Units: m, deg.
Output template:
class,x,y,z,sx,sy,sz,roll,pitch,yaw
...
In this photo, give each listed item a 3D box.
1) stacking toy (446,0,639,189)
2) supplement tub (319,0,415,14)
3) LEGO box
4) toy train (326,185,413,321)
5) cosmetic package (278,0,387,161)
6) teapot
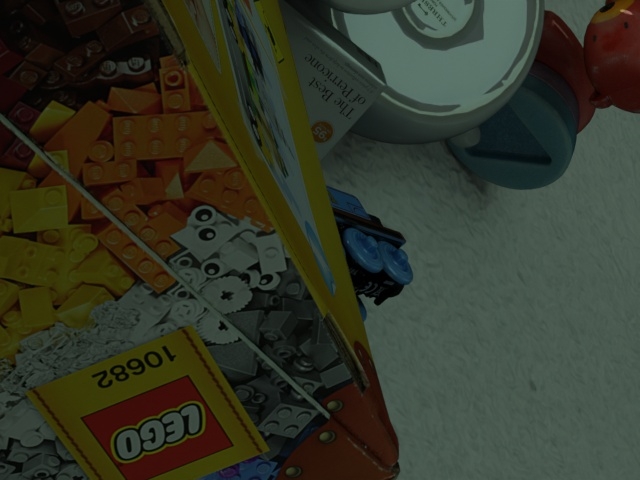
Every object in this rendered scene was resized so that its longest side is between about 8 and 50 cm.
class,x,y,z,sx,sy,sz,roll,pitch,yaw
stacking toy,0.180,-0.185,1.483,0.279,0.309,0.130,42,51,-10
supplement tub,-0.029,-0.319,1.219,0.193,0.193,0.316,7,28,-51
LEGO box,-0.148,-0.133,0.861,0.500,0.193,0.372,-104,170,-49
toy train,0.000,0.000,1.296,0.184,0.080,0.105,16,39,-54
cosmetic package,-0.070,-0.161,1.236,0.239,0.099,0.060,37,17,-18
teapot,0.050,-0.200,1.404,0.252,0.187,0.256,-7,93,-27
